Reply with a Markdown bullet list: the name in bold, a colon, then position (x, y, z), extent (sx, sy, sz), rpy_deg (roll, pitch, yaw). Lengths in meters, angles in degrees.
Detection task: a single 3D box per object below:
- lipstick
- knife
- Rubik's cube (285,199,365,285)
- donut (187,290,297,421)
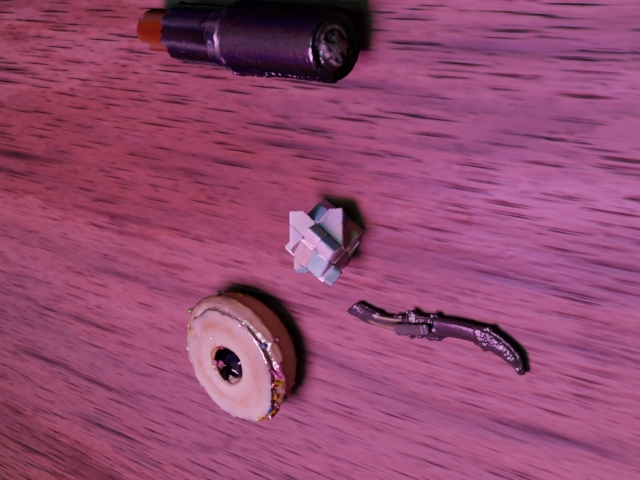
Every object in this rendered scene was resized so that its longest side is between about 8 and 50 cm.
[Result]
- **lipstick**: position (-0.088, -0.215, 0.997), extent (0.300, 0.081, 0.081), rpy_deg (14, 118, 40)
- **knife**: position (0.116, 0.093, 1.003), extent (0.222, 0.021, 0.045), rpy_deg (15, 122, 35)
- **Rubik's cube**: position (-0.002, 0.000, 1.026), extent (0.075, 0.073, 0.084), rpy_deg (28, 128, 28)
- **donut**: position (-0.097, 0.142, 1.181), extent (0.175, 0.068, 0.174), rpy_deg (21, 124, 35)
